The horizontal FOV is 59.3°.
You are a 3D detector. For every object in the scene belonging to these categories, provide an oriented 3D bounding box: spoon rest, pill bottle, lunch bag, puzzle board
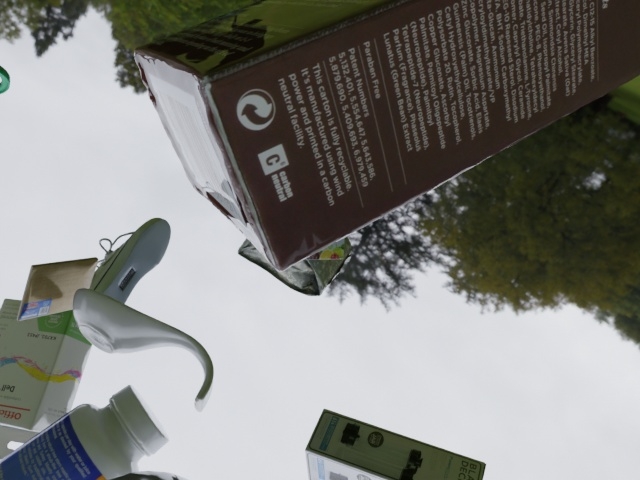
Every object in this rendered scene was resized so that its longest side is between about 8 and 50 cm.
[{"bbox_3d":[-0.280,0.162,0.900,0.276,0.137,0.084,31,-128,9],"label":"spoon rest"},{"bbox_3d":[-0.375,0.347,0.850,0.272,0.152,0.152,-35,-123,-18],"label":"pill bottle"},{"bbox_3d":[-0.055,0.010,1.647,0.287,0.169,0.235,33,-142,4],"label":"lunch bag"},{"bbox_3d":[-0.426,0.075,0.913,0.011,0.097,0.128,28,-165,21],"label":"puzzle board"}]

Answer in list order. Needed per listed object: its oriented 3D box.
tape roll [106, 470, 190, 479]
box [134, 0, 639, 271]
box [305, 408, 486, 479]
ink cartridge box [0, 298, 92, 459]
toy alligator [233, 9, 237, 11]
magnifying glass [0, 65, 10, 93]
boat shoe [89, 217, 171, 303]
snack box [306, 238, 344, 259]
[{"bbox_3d":[-0.163,0.326,0.497,0.219,0.219,0.072,15,169,-34],"label":"tape roll"},{"bbox_3d":[0.070,-0.148,0.451,0.381,0.143,0.191,-29,-147,-16],"label":"box"},{"bbox_3d":[0.125,0.415,0.976,0.289,0.169,0.087,14,-137,17],"label":"box"},{"bbox_3d":[-0.682,0.327,1.306,0.207,0.354,0.119,4,156,14],"label":"ink cartridge box"},{"bbox_3d":[-0.182,-0.370,1.042,0.051,0.190,0.056,42,164,-14],"label":"toy alligator"},{"bbox_3d":[-0.700,-0.330,1.040,0.230,0.092,0.026,14,-121,-45],"label":"magnifying glass"},{"bbox_3d":[-0.580,0.069,1.603,0.156,0.136,0.367,11,-125,23],"label":"boat shoe"},{"bbox_3d":[0.000,0.000,1.507,0.141,0.100,0.037,0,-177,-37],"label":"snack box"}]
